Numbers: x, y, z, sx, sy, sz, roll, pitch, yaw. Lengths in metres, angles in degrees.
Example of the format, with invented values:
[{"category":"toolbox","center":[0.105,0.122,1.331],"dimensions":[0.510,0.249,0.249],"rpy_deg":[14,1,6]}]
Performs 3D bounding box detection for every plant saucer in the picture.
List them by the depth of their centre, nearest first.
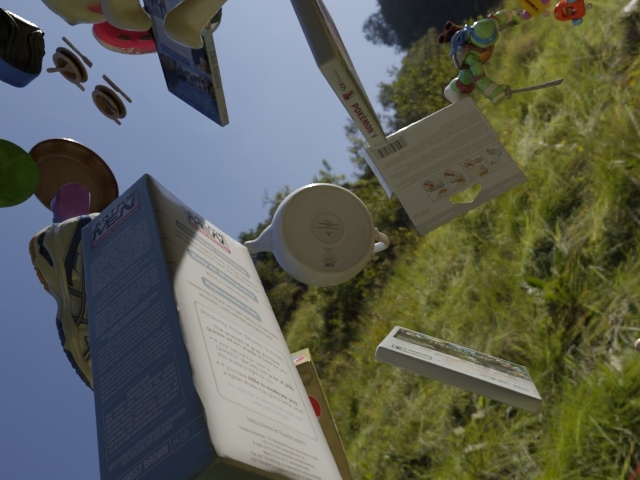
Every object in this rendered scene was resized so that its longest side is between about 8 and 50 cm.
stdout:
[{"category":"plant saucer","center":[-0.518,-0.118,1.166],"dimensions":[0.199,0.036,0.198],"rpy_deg":[33,-139,-34]}]

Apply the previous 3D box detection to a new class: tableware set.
[{"category":"tableware set","center":[-0.508,-0.333,1.219],"dimensions":[0.194,0.128,0.039],"rpy_deg":[44,-122,-12]}]

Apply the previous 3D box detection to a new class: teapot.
[{"category":"teapot","center":[0.000,0.000,1.305],"dimensions":[0.256,0.187,0.252],"rpy_deg":[43,-111,3]}]

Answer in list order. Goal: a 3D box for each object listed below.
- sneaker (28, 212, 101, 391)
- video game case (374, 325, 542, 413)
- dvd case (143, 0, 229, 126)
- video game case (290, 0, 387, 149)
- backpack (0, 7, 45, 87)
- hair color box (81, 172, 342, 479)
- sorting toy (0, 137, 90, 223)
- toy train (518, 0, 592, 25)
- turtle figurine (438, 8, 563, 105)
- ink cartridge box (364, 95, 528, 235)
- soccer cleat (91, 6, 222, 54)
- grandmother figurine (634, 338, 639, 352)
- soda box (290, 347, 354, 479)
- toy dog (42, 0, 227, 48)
[{"category":"sneaker","center":[-0.326,0.096,0.852],"dimensions":[0.112,0.131,0.296],"rpy_deg":[112,133,-86]},{"category":"video game case","center":[0.174,0.159,0.718],"dimensions":[0.173,0.191,0.022],"rpy_deg":[1,-76,-75]},{"category":"dvd case","center":[-0.249,-0.348,1.028],"dimensions":[0.022,0.180,0.253],"rpy_deg":[-39,-31,-26]},{"category":"video game case","center":[0.008,-0.218,0.606],"dimensions":[0.183,0.023,0.201],"rpy_deg":[36,-148,-64]},{"category":"backpack","center":[-0.578,-0.347,1.053],"dimensions":[0.098,0.101,0.120],"rpy_deg":[15,-125,-50]},{"category":"hair color box","center":[-0.126,0.111,0.577],"dimensions":[0.185,0.114,0.374],"rpy_deg":[42,-167,-43]},{"category":"sorting toy","center":[-0.578,-0.099,0.932],"dimensions":[0.366,0.126,0.127],"rpy_deg":[24,-128,-31]},{"category":"toy train","center":[0.426,-0.473,1.036],"dimensions":[0.166,0.125,0.046],"rpy_deg":[52,-123,-32]},{"category":"turtle figurine","center":[0.384,-0.382,1.204],"dimensions":[0.266,0.275,0.197],"rpy_deg":[146,109,-87]},{"category":"ink cartridge box","center":[0.274,-0.161,1.243],"dimensions":[0.238,0.275,0.060],"rpy_deg":[61,174,16]},{"category":"soccer cleat","center":[-0.352,-0.449,1.237],"dimensions":[0.116,0.143,0.331],"rpy_deg":[52,-131,4]},{"category":"grandmother figurine","center":[0.634,0.234,0.943],"dimensions":[0.207,0.104,0.342],"rpy_deg":[54,-164,20]},{"category":"soda box","center":[-0.013,0.238,0.723],"dimensions":[0.058,0.061,0.181],"rpy_deg":[-138,29,-84]},{"category":"toy dog","center":[-0.241,-0.432,0.686],"dimensions":[0.395,0.408,0.284],"rpy_deg":[64,-153,-13]}]
